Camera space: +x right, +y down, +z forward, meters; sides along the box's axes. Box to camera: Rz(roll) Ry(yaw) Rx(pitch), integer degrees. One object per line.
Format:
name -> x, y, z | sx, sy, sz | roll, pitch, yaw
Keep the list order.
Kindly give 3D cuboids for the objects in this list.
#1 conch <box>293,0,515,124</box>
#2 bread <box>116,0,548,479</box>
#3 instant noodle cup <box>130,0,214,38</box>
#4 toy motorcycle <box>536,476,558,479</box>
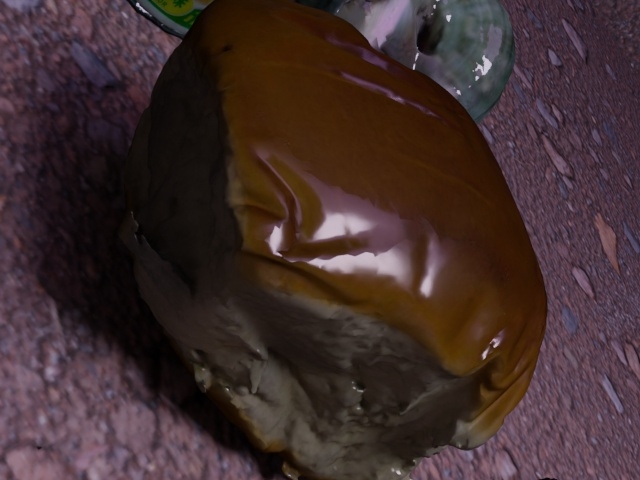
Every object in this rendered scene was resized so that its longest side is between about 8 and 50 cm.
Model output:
conch -> 0.087, -0.184, 1.048 | 0.277, 0.195, 0.220 | 56, 41, -54
bread -> 0.000, 0.000, 0.671 | 0.279, 0.225, 0.250 | 30, 38, -33
instant noodle cup -> -0.052, -0.283, 0.855 | 0.207, 0.232, 0.207 | 38, 34, -31
toy motorcycle -> 0.207, 0.298, 0.842 | 0.118, 0.084, 0.212 | 35, 44, -36
